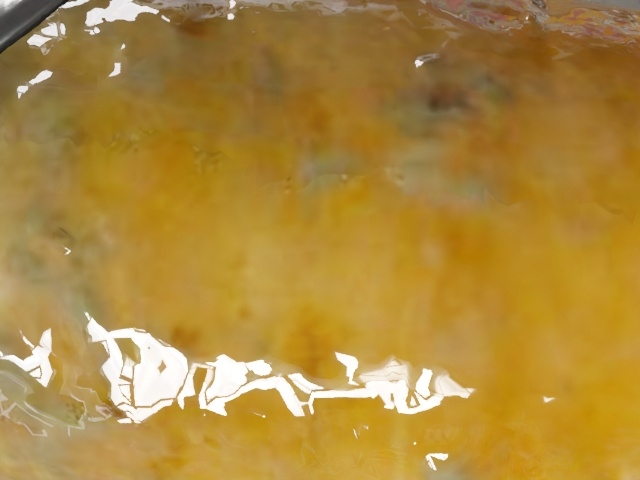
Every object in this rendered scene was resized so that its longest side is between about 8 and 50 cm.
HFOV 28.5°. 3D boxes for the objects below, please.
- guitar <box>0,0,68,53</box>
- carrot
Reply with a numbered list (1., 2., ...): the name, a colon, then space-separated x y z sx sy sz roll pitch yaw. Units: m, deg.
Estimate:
1. guitar: -0.096 -0.049 0.313 0.084 0.271 0.038 55 25 -11
2. carrot: 0.000 0.000 0.464 0.341 0.224 0.224 3 68 8
